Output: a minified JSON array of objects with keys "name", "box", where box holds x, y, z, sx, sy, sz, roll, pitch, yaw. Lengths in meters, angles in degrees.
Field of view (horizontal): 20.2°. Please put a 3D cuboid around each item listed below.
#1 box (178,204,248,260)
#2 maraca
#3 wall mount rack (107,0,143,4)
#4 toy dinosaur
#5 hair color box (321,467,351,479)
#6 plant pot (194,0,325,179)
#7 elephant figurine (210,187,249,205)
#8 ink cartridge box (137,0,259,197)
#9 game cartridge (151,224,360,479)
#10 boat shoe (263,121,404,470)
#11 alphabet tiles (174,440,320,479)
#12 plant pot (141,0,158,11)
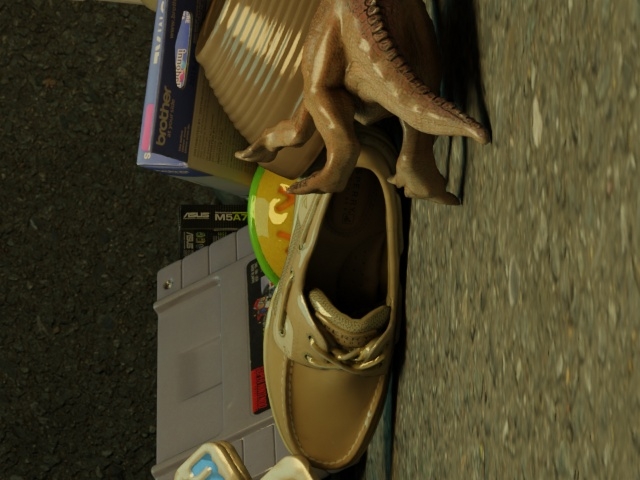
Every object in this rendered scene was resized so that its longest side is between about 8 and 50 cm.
[{"name":"box","box":[-0.094,0.018,2.344,0.191,0.184,0.045,95,171,-59]},{"name":"maraca","box":[0.000,0.000,1.508,0.099,0.127,0.186,180,84,-68]},{"name":"wall mount rack","box":[-0.125,-0.356,1.875,0.130,0.304,0.350,51,-154,-54]},{"name":"toy dinosaur","box":[0.030,-0.133,1.129,0.296,0.127,0.200,-134,50,-76]},{"name":"hair color box","box":[-0.059,0.228,1.930,0.347,0.173,0.105,-95,6,-46]},{"name":"plant pot","box":[-0.027,-0.175,1.398,0.237,0.109,0.237,-159,90,-78]},{"name":"elephant figurine","box":[-0.077,-0.041,2.554,0.169,0.186,0.239,24,137,38]},{"name":"ink cartridge box","box":[-0.064,-0.135,1.546,0.311,0.065,0.186,16,-101,-59]},{"name":"game cartridge","box":[-0.070,0.119,1.857,0.068,0.230,0.355,42,-152,-36]},{"name":"boat shoe","box":[0.014,0.059,1.428,0.098,0.109,0.302,-97,14,-68]},{"name":"alphabet tiles","box":[-0.055,0.318,1.515,0.278,0.021,0.284,-46,66,33]},{"name":"plant pot","box":[-0.098,-0.309,1.652,0.284,0.284,0.191,-101,13,-69]}]
